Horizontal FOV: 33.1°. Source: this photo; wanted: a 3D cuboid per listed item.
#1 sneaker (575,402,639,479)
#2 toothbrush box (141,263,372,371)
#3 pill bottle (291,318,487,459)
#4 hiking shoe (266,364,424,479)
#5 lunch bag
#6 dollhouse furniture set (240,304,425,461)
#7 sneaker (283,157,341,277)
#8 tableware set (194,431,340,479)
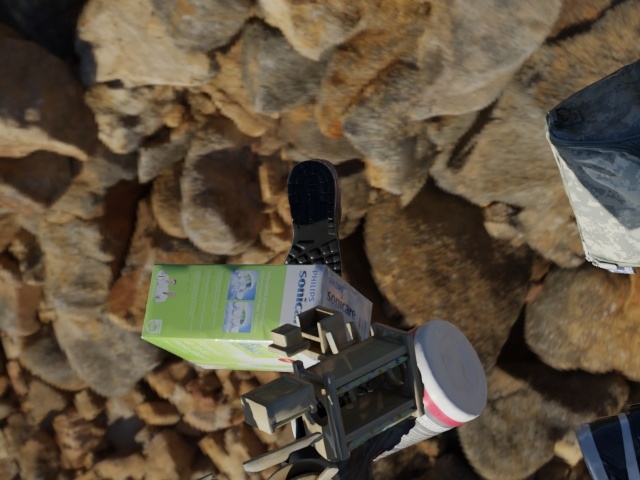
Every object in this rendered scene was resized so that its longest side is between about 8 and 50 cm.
[{"bbox_3d":[0.371,0.273,1.167,0.121,0.079,0.217,-23,115,16],"label":"sneaker"},{"bbox_3d":[-0.090,0.119,1.611,0.283,0.206,0.122,-2,71,22],"label":"toothbrush box"},{"bbox_3d":[0.109,0.272,1.830,0.318,0.176,0.176,-30,86,31],"label":"pill bottle"},{"bbox_3d":[0.033,0.179,1.144,0.086,0.227,0.114,-17,116,42],"label":"hiking shoe"},{"bbox_3d":[0.495,-0.108,1.635,0.256,0.213,0.305,-16,129,18],"label":"lunch bag"},{"bbox_3d":[-0.018,0.156,1.083,0.161,0.182,0.101,13,119,52],"label":"dollhouse furniture set"},{"bbox_3d":[0.000,0.000,1.862,0.107,0.124,0.283,7,98,12],"label":"sneaker"},{"bbox_3d":[-0.065,0.264,0.987,0.194,0.039,0.128,-21,123,-13],"label":"tableware set"}]
